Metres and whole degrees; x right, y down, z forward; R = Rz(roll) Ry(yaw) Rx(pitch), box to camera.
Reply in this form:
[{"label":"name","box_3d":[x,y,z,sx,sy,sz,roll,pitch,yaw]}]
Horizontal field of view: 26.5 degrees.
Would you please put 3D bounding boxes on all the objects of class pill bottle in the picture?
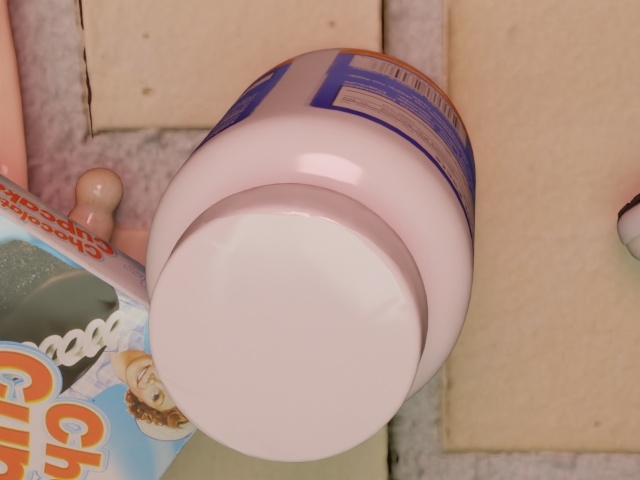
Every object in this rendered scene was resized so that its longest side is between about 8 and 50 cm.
[{"label":"pill bottle","box_3d":[0.000,0.000,0.669,0.152,0.272,0.152,2,108,7]}]

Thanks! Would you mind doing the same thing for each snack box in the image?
[{"label":"snack box","box_3d":[-0.209,0.133,0.754,0.187,0.060,0.322,34,102,-14]}]

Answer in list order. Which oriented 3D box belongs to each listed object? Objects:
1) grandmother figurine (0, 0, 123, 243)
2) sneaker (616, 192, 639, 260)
[{"label":"grandmother figurine","box_3d":[-0.218,0.004,0.792,0.208,0.104,0.342,-4,105,17]},{"label":"sneaker","box_3d":[0.297,0.003,0.693,0.292,0.110,0.118,-3,102,27]}]
